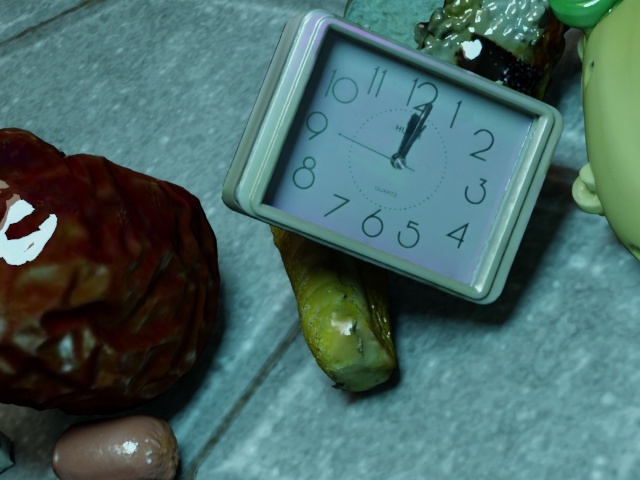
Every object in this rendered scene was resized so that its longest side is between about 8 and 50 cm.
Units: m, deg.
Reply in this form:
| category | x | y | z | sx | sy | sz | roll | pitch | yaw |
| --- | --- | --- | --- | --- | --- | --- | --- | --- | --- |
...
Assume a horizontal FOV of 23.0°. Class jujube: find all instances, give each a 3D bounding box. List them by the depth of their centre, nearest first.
| category | x | y | z | sx | sy | sz | roll | pitch | yaw |
| --- | --- | --- | --- | --- | --- | --- | --- | --- | --- |
| jujube | -0.190 | 0.027 | 1.120 | 0.213 | 0.232 | 0.213 | -12 | 70 | 33 |

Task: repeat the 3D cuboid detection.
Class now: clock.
| category | x | y | z | sx | sy | sz | roll | pitch | yaw |
| --- | --- | --- | --- | --- | --- | --- | --- | --- | --- |
| clock | 0.048 | -0.056 | 1.048 | 0.071 | 0.192 | 0.147 | -165 | 97 | -79 |

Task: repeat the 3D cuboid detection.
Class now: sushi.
| category | x | y | z | sx | sy | sz | roll | pitch | yaw |
| --- | --- | --- | --- | --- | --- | --- | --- | --- | --- |
| sushi | 0.114 | -0.132 | 1.142 | 0.097 | 0.103 | 0.226 | 28 | 84 | 32 |

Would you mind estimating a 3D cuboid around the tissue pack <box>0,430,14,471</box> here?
| category | x | y | z | sx | sy | sz | roll | pitch | yaw |
| --- | --- | --- | --- | --- | --- | --- | --- | --- | --- |
| tissue pack | -0.277 | 0.148 | 1.177 | 0.062 | 0.083 | 0.042 | -31 | 39 | 4 |

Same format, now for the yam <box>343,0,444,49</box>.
| category | x | y | z | sx | sy | sz | roll | pitch | yaw |
| --- | --- | --- | --- | --- | --- | --- | --- | --- | --- |
| yam | 0.133 | -0.264 | 1.288 | 0.133 | 0.133 | 0.330 | 1 | 47 | 35 |

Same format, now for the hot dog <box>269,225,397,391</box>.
| category | x | y | z | sx | sy | sz | roll | pitch | yaw |
| --- | --- | --- | --- | --- | --- | --- | --- | --- | --- |
| hot dog | -0.001 | -0.001 | 1.149 | 0.068 | 0.083 | 0.289 | -41 | 36 | 22 |

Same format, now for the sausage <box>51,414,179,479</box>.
| category | x | y | z | sx | sy | sz | roll | pitch | yaw |
| --- | --- | --- | --- | --- | --- | --- | --- | --- | --- |
| sausage | -0.145 | 0.154 | 1.101 | 0.094 | 0.059 | 0.054 | -11 | 64 | 21 |

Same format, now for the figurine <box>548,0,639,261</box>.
| category | x | y | z | sx | sy | sz | roll | pitch | yaw |
| --- | --- | --- | --- | --- | --- | --- | --- | --- | --- |
| figurine | 0.272 | -0.104 | 1.035 | 0.222 | 0.124 | 0.325 | -11 | 47 | 20 |
